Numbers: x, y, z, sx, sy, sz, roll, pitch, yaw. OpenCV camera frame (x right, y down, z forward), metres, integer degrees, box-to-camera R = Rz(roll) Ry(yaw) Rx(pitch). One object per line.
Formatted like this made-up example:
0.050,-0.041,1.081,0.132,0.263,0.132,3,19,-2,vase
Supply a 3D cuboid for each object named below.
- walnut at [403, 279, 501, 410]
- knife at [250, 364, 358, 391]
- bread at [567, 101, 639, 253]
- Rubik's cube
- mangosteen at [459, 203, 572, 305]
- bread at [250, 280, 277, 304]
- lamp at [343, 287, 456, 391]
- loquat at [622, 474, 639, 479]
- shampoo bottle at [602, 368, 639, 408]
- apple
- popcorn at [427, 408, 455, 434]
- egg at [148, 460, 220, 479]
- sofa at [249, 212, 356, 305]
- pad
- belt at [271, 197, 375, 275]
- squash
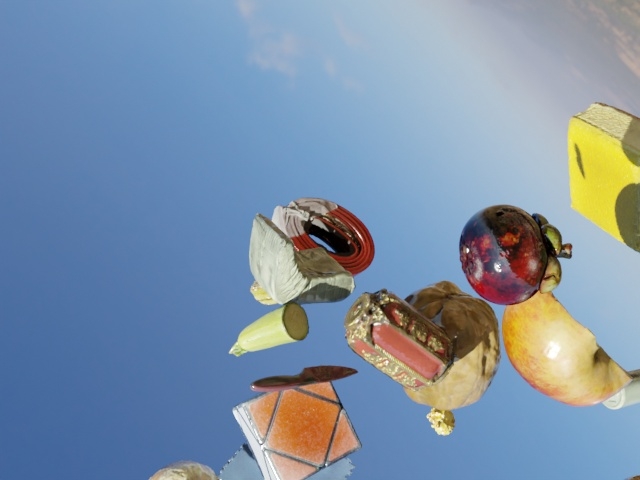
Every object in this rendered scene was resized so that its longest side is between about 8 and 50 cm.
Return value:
0.334,0.294,1.935,0.305,0.344,0.306,7,-158,-3,walnut
-0.024,0.238,1.247,0.247,0.018,0.035,2,-139,-44,knife
0.816,-0.173,1.948,0.333,0.143,0.324,-124,16,-56,bread
-0.060,0.420,1.620,0.207,0.205,0.205,63,161,6,Rubik's cube
0.344,0.022,1.265,0.200,0.200,0.200,40,-158,-19,mangosteen
-0.105,0.133,2.515,0.111,0.234,0.184,57,-137,-22,bread
0.184,0.234,1.683,0.274,0.177,0.177,36,-157,-17,lamp
0.720,0.641,1.502,0.276,0.275,0.284,-91,-11,-61,loquat
0.839,0.372,1.860,0.262,0.085,0.085,-5,-131,-28,shampoo bottle
0.473,0.224,1.467,0.293,0.163,0.251,43,-172,-28,apple
0.335,0.496,1.979,0.083,0.057,0.082,-23,-95,-56,popcorn
-0.308,0.595,1.602,0.203,0.245,0.203,9,-137,-9,egg
-0.045,0.043,1.784,0.225,0.176,0.210,-1,-159,-24,sofa
-0.087,0.598,1.855,0.269,0.269,0.012,43,165,5,pad
0.000,0.000,2.148,0.323,0.115,0.227,27,-121,-14,belt
-0.136,0.228,1.709,0.094,0.224,0.094,35,-140,-37,squash
